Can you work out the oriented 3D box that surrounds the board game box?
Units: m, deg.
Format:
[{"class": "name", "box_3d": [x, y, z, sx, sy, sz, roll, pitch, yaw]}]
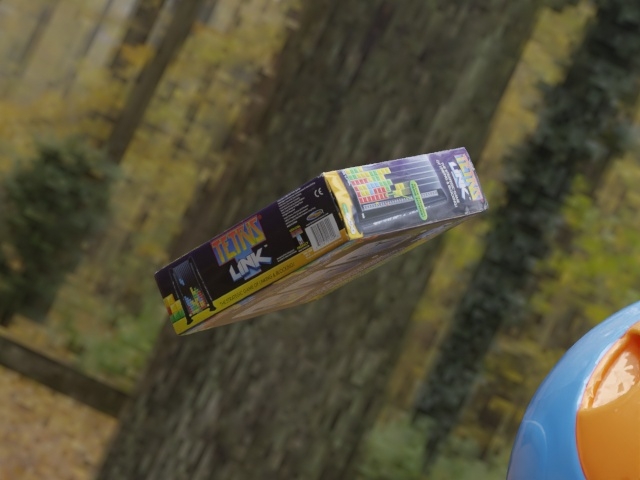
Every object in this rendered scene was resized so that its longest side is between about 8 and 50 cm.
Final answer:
[{"class": "board game box", "box_3d": [0.000, 0.000, 1.224, 0.170, 0.048, 0.141, -29, -10, 41]}]

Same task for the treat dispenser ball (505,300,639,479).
[{"class": "treat dispenser ball", "box_3d": [0.257, 0.168, 1.177, 0.288, 0.288, 0.288, 25, -3, 1]}]
